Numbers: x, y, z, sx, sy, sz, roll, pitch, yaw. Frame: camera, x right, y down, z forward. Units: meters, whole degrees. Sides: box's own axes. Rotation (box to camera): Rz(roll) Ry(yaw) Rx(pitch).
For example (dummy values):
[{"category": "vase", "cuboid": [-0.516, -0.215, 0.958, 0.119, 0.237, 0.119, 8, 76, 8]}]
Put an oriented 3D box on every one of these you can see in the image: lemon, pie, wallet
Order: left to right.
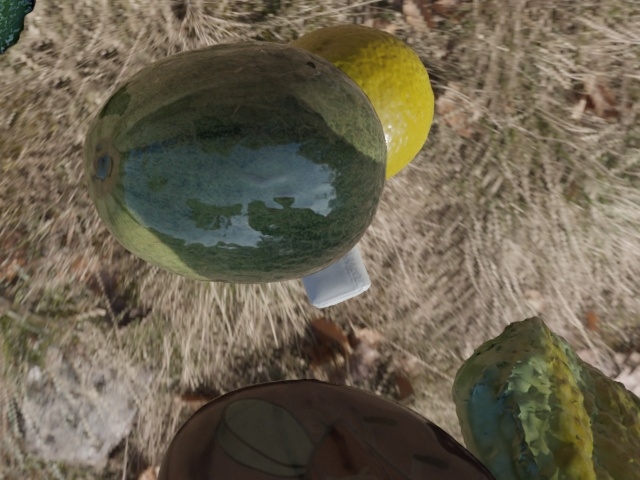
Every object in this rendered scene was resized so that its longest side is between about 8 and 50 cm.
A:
[{"category": "wallet", "cuboid": [0.000, 0.000, 1.765, 0.095, 0.033, 0.190, -23, 77, 3]}, {"category": "lemon", "cuboid": [0.040, -0.182, 1.680, 0.253, 0.228, 0.228, -19, 104, -28]}, {"category": "pie", "cuboid": [0.257, 0.269, 1.059, 0.180, 0.395, 0.418, -35, 145, 16]}]

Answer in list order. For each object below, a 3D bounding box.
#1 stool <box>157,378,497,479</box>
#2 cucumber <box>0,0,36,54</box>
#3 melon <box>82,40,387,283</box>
[{"category": "stool", "cuboid": [-0.003, 0.247, 0.867, 0.272, 0.272, 0.178, 17, 125, -9]}, {"category": "cucumber", "cuboid": [-0.329, -0.250, 1.224, 0.085, 0.193, 0.115, -37, 109, -10]}, {"category": "melon", "cuboid": [-0.080, -0.077, 1.229, 0.329, 0.248, 0.249, -4, 104, -45]}]
